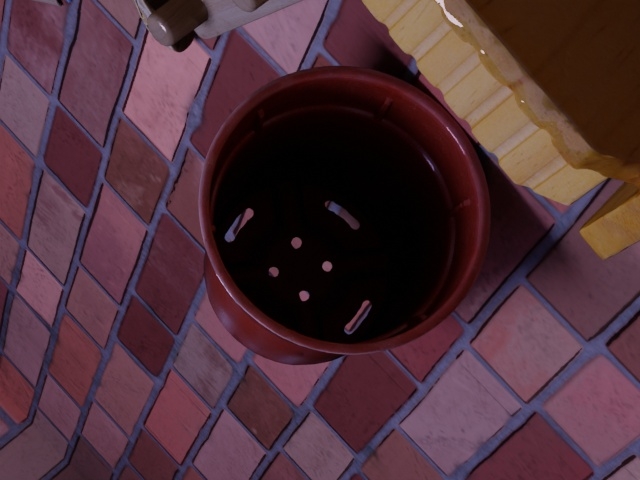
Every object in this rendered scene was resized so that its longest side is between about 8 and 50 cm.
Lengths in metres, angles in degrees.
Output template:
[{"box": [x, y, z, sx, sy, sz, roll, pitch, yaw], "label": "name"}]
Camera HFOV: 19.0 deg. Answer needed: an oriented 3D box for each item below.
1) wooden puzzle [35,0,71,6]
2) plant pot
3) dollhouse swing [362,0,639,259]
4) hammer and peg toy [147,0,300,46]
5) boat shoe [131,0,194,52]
[{"box": [-0.340, -0.308, 2.255, 0.116, 0.014, 0.079, 11, 135, 53], "label": "wooden puzzle"}, {"box": [0.000, 0.000, 1.864, 0.272, 0.272, 0.265, 49, 163, 3], "label": "plant pot"}, {"box": [0.113, -0.139, 1.453, 0.347, 0.315, 0.305, 50, 135, -1], "label": "dollhouse swing"}, {"box": [-0.093, -0.311, 1.713, 0.266, 0.127, 0.361, 56, 154, -13], "label": "hammer and peg toy"}, {"box": [-0.179, -0.258, 2.019, 0.045, 0.050, 0.135, 17, 140, 41], "label": "boat shoe"}]
